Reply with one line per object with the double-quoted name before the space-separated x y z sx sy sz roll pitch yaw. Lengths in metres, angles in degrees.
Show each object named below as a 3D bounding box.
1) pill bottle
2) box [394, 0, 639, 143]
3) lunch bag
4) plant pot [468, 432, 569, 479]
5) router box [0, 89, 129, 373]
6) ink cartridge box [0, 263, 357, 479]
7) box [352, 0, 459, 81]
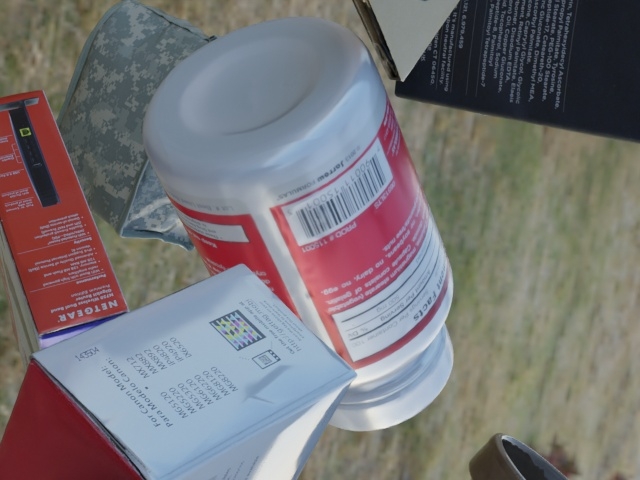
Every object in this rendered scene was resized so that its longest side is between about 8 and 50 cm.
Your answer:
"pill bottle" 0.000 0.000 1.412 0.229 0.229 0.408 -65 145 -38
"box" 0.432 -0.274 1.764 0.480 0.472 0.297 0 100 -37
"lunch bag" -0.229 -0.169 1.929 0.169 0.235 0.287 12 106 -47
"plant pot" 0.242 0.414 1.786 0.229 0.263 0.263 -48 166 10
"router box" -0.253 0.075 1.381 0.335 0.082 0.301 91 -22 -47
"ink cartridge box" -0.154 0.200 0.997 0.272 0.130 0.309 -23 149 -47
"box" 0.088 -0.270 1.268 0.201 0.021 0.164 -56 136 -29
